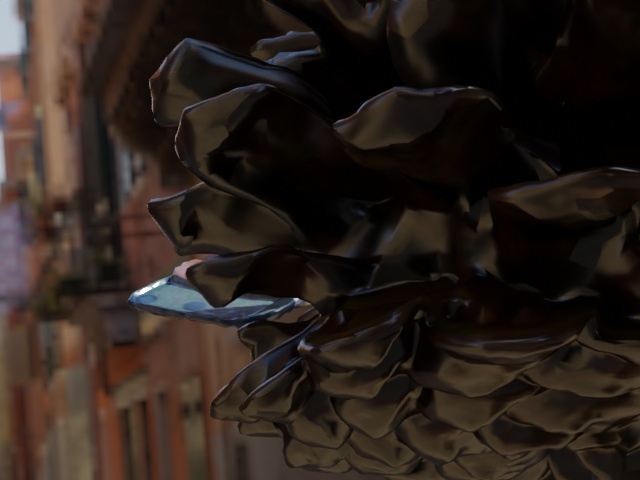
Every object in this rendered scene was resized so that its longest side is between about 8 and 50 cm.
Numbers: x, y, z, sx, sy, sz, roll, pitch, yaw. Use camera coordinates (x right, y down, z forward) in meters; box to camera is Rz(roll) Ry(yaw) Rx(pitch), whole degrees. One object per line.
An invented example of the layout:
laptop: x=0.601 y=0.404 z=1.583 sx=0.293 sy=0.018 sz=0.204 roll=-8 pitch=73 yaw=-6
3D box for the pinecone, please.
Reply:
pinecone: x=0.114 y=-0.046 z=0.904 sx=0.397 sy=0.398 sz=0.398 roll=-5 pitch=-6 yaw=-1

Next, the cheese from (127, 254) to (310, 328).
cheese: x=0.000 y=0.000 z=1.179 sx=0.189 sy=0.074 sz=0.286 roll=7 pitch=21 yaw=33
